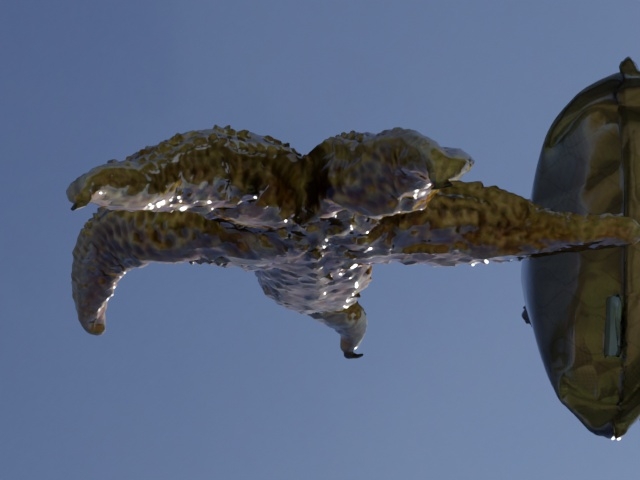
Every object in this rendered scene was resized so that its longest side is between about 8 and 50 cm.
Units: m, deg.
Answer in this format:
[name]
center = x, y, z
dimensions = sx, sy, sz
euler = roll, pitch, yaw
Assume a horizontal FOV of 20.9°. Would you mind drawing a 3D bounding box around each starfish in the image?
[starfish]
center = 0.000, 0.000, 0.656
dimensions = 0.236, 0.277, 0.062
euler = -5, -109, 19

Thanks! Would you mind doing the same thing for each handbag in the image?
[handbag]
center = 0.155, 0.013, 0.835
dimensions = 0.117, 0.270, 0.182
euler = 0, -92, 15
